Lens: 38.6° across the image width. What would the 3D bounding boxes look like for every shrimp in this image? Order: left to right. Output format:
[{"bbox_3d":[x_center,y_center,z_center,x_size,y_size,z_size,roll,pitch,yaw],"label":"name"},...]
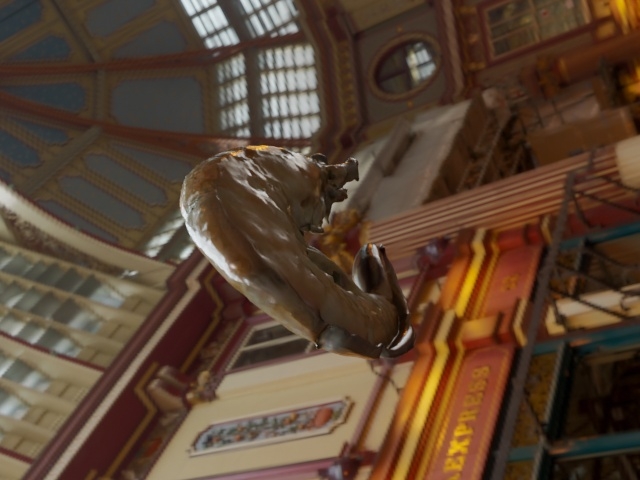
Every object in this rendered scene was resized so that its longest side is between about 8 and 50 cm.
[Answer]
[{"bbox_3d":[0.002,-0.003,0.469,0.133,0.053,0.236,33,-165,2],"label":"shrimp"}]
